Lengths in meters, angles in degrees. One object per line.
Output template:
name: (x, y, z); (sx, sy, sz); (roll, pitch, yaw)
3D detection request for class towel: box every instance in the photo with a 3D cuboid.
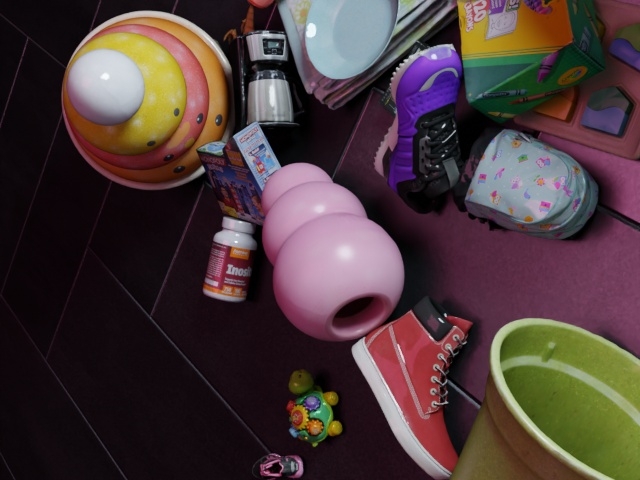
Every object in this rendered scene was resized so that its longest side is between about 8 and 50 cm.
towel: (0.064, -0.454, 1.388); (0.320, 0.090, 0.375); (-33, 63, 33)

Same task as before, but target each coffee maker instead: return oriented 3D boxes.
coffee maker: (-0.118, -0.284, 1.500); (0.171, 0.120, 0.178); (-5, 88, 41)

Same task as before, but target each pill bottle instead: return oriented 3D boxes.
pill bottle: (-0.168, 0.035, 1.541); (0.086, 0.086, 0.152); (16, 96, 44)

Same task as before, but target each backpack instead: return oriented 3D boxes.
backpack: (0.279, -0.070, 1.103); (0.182, 0.115, 0.152); (30, 102, 40)

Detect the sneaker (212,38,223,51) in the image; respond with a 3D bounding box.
sneaker: (-0.265, -0.342, 1.717); (0.188, 0.066, 0.071); (-47, 38, 23)

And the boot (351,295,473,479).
boot: (0.176, 0.211, 1.192); (0.176, 0.088, 0.244); (-35, 71, 16)

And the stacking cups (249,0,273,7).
stacking cups: (-0.014, -0.505, 1.347); (0.316, 0.096, 0.096); (-38, 59, 33)

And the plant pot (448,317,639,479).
plant pot: (0.275, 0.279, 0.980); (0.276, 0.276, 0.254); (49, 129, 36)

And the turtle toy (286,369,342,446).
turtle toy: (-0.021, 0.284, 1.377); (0.095, 0.066, 0.130); (-21, 70, 40)

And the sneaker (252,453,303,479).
sneaker: (-0.087, 0.401, 1.432); (0.119, 0.057, 0.047); (-21, 72, 42)

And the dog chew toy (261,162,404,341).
dog chew toy: (0.000, 0.000, 1.316); (0.207, 0.206, 0.332); (-51, 45, 27)

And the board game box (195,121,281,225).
board game box: (-0.135, -0.125, 1.474); (0.194, 0.060, 0.194); (18, 137, 44)

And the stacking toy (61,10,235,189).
stacking toy: (-0.339, -0.247, 1.420); (0.480, 0.350, 0.351); (-87, 14, -82)

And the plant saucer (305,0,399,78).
plant saucer: (0.058, -0.348, 1.292); (0.195, 0.037, 0.195); (-7, 79, 42)

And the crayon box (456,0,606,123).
crayon box: (0.279, -0.320, 1.115); (0.165, 0.081, 0.279); (-27, 52, 41)

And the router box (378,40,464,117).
router box: (0.160, -0.242, 1.295); (0.122, 0.038, 0.092); (-57, 50, 23)

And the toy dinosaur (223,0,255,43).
toy dinosaur: (-0.139, -0.395, 1.578); (0.112, 0.064, 0.212); (54, 150, 40)

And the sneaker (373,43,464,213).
sneaker: (0.165, -0.144, 1.172); (0.293, 0.102, 0.146); (98, 150, -57)

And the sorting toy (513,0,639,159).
sorting toy: (0.369, -0.226, 1.090); (0.208, 0.038, 0.193); (28, 104, 43)
